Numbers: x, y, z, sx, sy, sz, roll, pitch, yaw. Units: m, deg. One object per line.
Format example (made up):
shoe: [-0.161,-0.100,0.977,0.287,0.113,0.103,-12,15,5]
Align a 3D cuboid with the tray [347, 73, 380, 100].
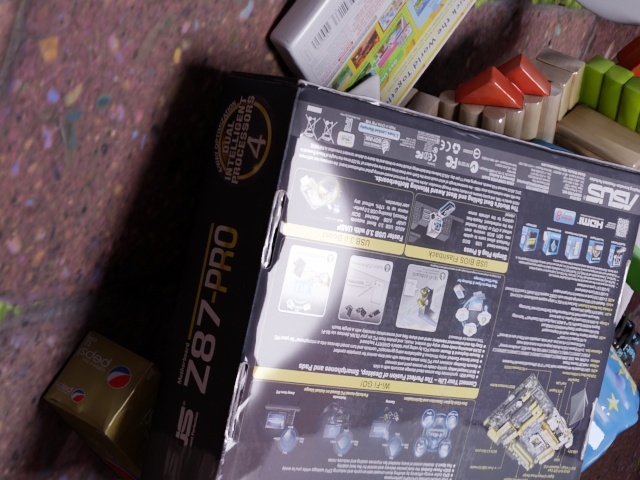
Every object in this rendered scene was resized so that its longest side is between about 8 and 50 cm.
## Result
tray: [0.000,0.000,1.292,0.145,0.030,0.270,-37,150,-32]

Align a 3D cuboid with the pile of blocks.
pile of blocks: [0.202,-0.105,1.369,0.362,0.149,0.113,-18,139,-18]

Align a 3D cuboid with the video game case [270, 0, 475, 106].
video game case: [0.062,-0.197,1.234,0.227,0.026,0.206,-54,155,-8]

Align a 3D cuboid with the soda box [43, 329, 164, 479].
soda box: [-0.136,0.137,1.152,0.061,0.058,0.181,-57,155,-17]

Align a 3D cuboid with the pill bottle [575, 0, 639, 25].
pill bottle: [0.370,-0.359,1.504,0.361,0.204,0.204,-42,148,-41]

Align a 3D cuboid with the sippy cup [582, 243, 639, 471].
sippy cup: [0.169,0.116,1.446,0.305,0.224,0.240,-40,180,20]

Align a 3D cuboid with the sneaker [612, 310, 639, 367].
sneaker: [0.355,0.090,2.014,0.125,0.139,0.341,-49,151,-27]

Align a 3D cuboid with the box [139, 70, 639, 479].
box: [0.071,0.065,1.184,0.395,0.097,0.318,9,93,-42]

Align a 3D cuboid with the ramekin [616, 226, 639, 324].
ramekin: [0.267,0.003,1.738,0.273,0.127,0.273,-40,142,-41]
